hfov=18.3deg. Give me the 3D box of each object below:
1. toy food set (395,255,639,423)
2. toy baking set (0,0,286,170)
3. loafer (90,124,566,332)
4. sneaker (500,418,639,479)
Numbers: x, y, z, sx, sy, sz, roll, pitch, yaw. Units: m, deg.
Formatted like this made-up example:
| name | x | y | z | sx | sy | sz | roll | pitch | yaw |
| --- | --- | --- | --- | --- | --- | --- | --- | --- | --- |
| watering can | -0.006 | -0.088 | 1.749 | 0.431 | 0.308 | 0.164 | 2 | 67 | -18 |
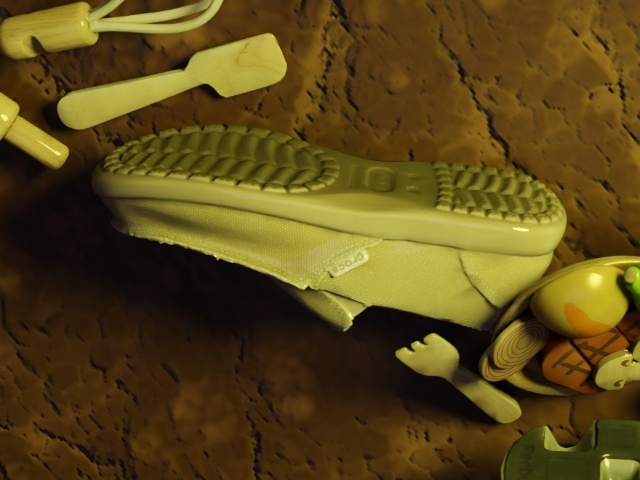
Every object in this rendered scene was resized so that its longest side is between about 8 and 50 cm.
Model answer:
| name | x | y | z | sx | sy | sz | roll | pitch | yaw |
| --- | --- | --- | --- | --- | --- | --- | --- | --- | --- |
| toy food set | 0.153 | 0.054 | 1.100 | 0.192 | 0.039 | 0.132 | -31 | 139 | 22 |
| toy baking set | -0.156 | -0.129 | 1.124 | 0.256 | 0.030 | 0.197 | 38 | 121 | -16 |
| loafer | 0.000 | 0.000 | 1.117 | 0.268 | 0.102 | 0.092 | 9 | 113 | 7 |
| sneaker | 0.269 | 0.188 | 1.126 | 0.330 | 0.122 | 0.146 | 5 | 126 | 13 |
